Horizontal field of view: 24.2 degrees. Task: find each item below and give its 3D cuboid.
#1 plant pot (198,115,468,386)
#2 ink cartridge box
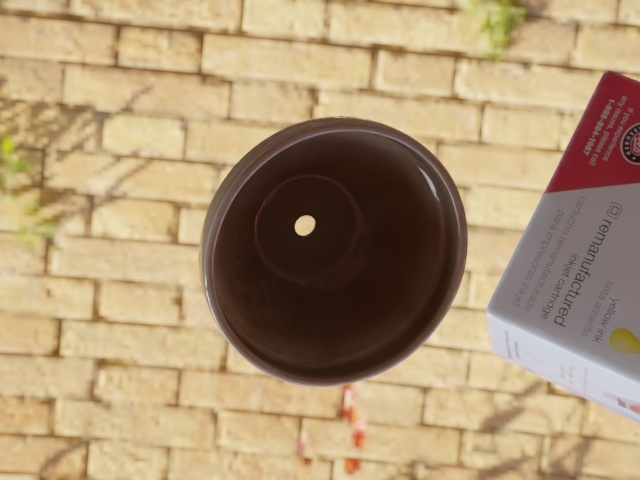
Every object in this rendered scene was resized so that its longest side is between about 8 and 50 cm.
[{"bbox_3d":[0.000,0.000,1.310,0.237,0.237,0.110,2,-164,-20],"label":"plant pot"},{"bbox_3d":[0.388,0.049,1.406,0.384,0.279,0.160,24,166,16],"label":"ink cartridge box"}]
